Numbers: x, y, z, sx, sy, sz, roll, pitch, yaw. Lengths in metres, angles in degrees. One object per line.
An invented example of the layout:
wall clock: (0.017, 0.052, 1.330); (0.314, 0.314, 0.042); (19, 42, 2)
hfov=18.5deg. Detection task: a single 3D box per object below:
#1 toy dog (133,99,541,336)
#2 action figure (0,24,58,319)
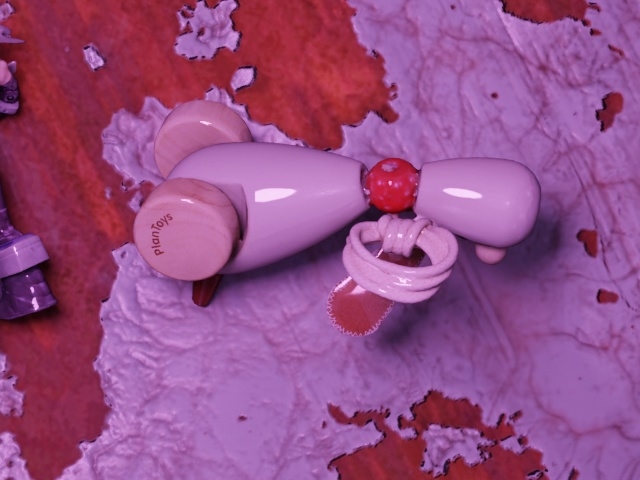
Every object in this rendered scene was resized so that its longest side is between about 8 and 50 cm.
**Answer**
toy dog: (0.000, 0.000, 1.613); (0.334, 0.161, 0.220); (18, 41, 24)
action figure: (-0.301, -0.069, 1.593); (0.185, 0.099, 0.285); (-18, 104, -50)
